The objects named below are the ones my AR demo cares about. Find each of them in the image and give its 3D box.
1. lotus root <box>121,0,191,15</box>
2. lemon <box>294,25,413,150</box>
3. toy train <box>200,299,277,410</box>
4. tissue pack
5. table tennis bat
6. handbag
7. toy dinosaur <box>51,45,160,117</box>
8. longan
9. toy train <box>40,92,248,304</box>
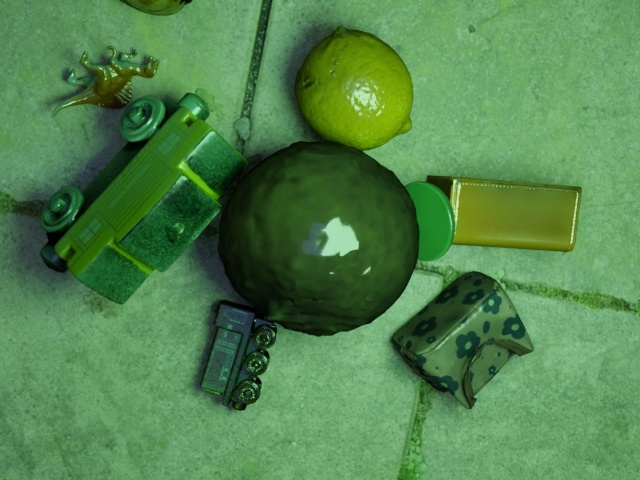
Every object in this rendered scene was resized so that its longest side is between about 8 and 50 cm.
[{"bbox_3d":[-0.349,-0.522,1.535,0.214,0.138,0.138,8,93,3],"label":"lotus root"},{"bbox_3d":[0.072,-0.294,1.553,0.228,0.228,0.253,-41,99,-4],"label":"lemon"},{"bbox_3d":[-0.174,0.241,1.624,0.137,0.090,0.225,17,91,-1],"label":"toy train"},{"bbox_3d":[0.376,-0.058,1.623,0.274,0.194,0.145,3,93,-7],"label":"tissue pack"},{"bbox_3d":[0.179,-0.058,1.589,0.039,0.257,0.160,-10,122,-40],"label":"table tennis bat"},{"bbox_3d":[0.311,0.215,1.644,0.251,0.190,0.193,-39,108,-8],"label":"handbag"},{"bbox_3d":[-0.440,-0.315,1.576,0.142,0.057,0.212,29,101,-28],"label":"toy dinosaur"},{"bbox_3d":[0.000,0.000,1.483,0.391,0.391,0.391,0,94,-8],"label":"longan"},{"bbox_3d":[-0.340,-0.082,1.472,0.442,0.272,0.179,-49,140,-3],"label":"toy train"}]
